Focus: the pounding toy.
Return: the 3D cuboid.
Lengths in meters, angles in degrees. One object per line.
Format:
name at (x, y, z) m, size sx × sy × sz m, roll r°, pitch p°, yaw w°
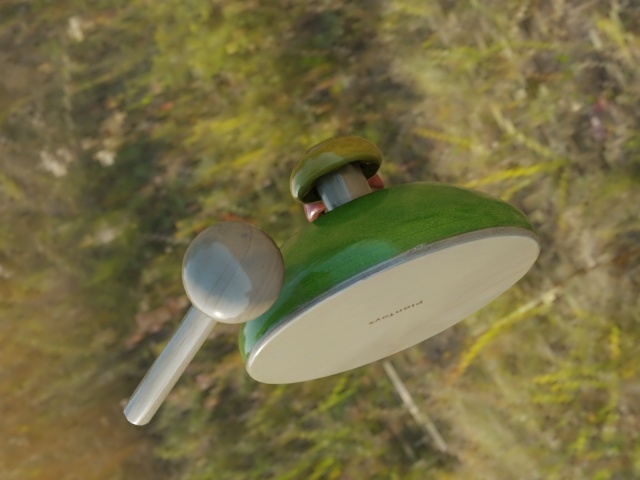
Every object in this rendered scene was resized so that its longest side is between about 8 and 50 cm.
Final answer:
pounding toy at (0.000, 0.000, 0.950) m, size 0.183 × 0.237 × 0.110 m, roll -50°, pitch 59°, yaw 53°
